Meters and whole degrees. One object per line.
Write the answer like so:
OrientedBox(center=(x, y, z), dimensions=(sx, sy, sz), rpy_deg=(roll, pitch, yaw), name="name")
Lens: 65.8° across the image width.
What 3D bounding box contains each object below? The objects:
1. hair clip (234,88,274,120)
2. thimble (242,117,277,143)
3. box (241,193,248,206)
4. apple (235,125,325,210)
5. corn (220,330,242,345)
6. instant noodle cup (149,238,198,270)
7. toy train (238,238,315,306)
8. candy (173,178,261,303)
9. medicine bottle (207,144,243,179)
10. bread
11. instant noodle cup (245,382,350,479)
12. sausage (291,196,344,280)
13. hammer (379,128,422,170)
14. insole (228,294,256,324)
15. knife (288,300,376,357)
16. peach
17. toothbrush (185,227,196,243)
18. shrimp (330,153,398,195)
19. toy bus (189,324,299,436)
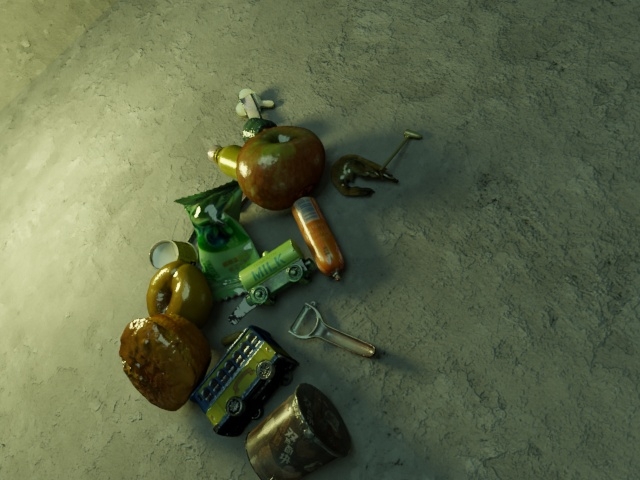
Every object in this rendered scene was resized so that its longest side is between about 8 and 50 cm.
OrientedBox(center=(-0.265, -0.530, 1.985), dimensions=(0.159, 0.071, 0.218), rpy_deg=(-27, 63, 5), name="hair clip")
OrientedBox(center=(-0.222, -0.395, 1.856), dimensions=(0.090, 0.135, 0.118), rpy_deg=(23, 82, 33), name="thimble")
OrientedBox(center=(-0.294, -0.160, 1.843), dimensions=(0.048, 0.025, 0.115), rpy_deg=(35, 85, 36), name="box")
OrientedBox(center=(-0.132, -0.241, 1.685), dimensions=(0.310, 0.249, 0.277), rpy_deg=(-15, 37, -11), name="apple")
OrientedBox(center=(-0.290, 0.318, 1.604), dimensions=(0.083, 0.027, 0.028), rpy_deg=(-25, 37, 12), name="corn")
OrientedBox(center=(-0.533, 0.064, 1.771), dimensions=(0.152, 0.122, 0.151), rpy_deg=(-2, 80, 13), name="instant noodle cup")
OrientedBox(center=(-0.145, 0.101, 1.579), dimensions=(0.253, 0.105, 0.157), rpy_deg=(-32, 72, 11), name="toy train")
OrientedBox(center=(-0.337, 0.008, 1.703), dimensions=(0.263, 0.172, 0.397), rpy_deg=(-23, 72, 21), name="candy")
OrientedBox(center=(-0.334, -0.304, 1.874), dimensions=(0.213, 0.122, 0.121), rpy_deg=(25, 79, 33), name="medicine bottle")
OrientedBox(center=(-0.478, 0.364, 1.515), dimensions=(0.313, 0.172, 0.311), rpy_deg=(12, 114, 27), name="bread")
OrientedBox(center=(-0.066, 0.520, 1.298), dimensions=(0.207, 0.217, 0.217), rpy_deg=(-40, 55, 12), name="instant noodle cup")
OrientedBox(center=(0.000, 0.000, 1.585), dimensions=(0.093, 0.093, 0.312), rpy_deg=(-32, 57, 9), name="sausage")
OrientedBox(center=(0.259, -0.289, 1.618), dimensions=(0.060, 0.028, 0.195), rpy_deg=(28, 67, 28), name="hammer")
OrientedBox(center=(-0.246, 0.220, 1.638), dimensions=(0.053, 0.002, 0.152), rpy_deg=(43, 91, 16), name="insole")
OrientedBox(center=(0.049, 0.274, 1.449), dimensions=(0.278, 0.053, 0.123), rpy_deg=(19, 71, 31), name="knife")
OrientedBox(center=(-0.467, 0.190, 1.642), dimensions=(0.252, 0.153, 0.250), rpy_deg=(4, 98, 33), name="peach")
OrientedBox(center=(-0.470, -0.055, 1.874), dimensions=(0.030, 0.031, 0.297), rpy_deg=(9, 70, 55), name="toothbrush")
OrientedBox(center=(0.129, -0.207, 1.644), dimensions=(0.254, 0.059, 0.145), rpy_deg=(33, 86, 34), name="shrimp")
OrientedBox(center=(-0.223, 0.415, 1.459), dimensions=(0.175, 0.138, 0.287), rpy_deg=(38, 86, 33), name="toy bus")
